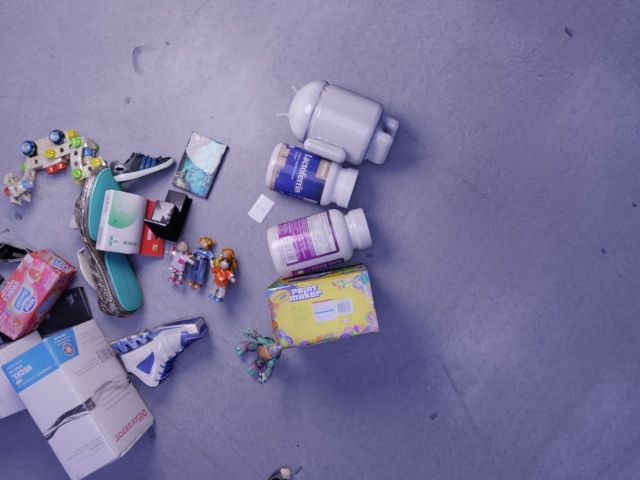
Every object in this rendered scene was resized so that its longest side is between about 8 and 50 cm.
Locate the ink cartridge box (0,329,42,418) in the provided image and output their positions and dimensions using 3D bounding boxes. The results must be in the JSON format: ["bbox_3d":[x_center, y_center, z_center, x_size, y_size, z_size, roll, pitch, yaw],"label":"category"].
[{"bbox_3d":[-1.013,0.442,1.630,0.270,0.198,0.197,-22,97,3],"label":"ink cartridge box"}]

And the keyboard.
[{"bbox_3d":[-0.929,0.213,1.715,0.317,0.033,0.201,-17,96,2],"label":"keyboard"}]

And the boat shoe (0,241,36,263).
[{"bbox_3d":[-1.041,0.035,1.689,0.219,0.070,0.077,5,75,0],"label":"boat shoe"}]

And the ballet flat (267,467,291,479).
[{"bbox_3d":[-0.161,0.806,1.685,0.173,0.049,0.057,-43,90,3],"label":"ballet flat"}]

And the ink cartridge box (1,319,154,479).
[{"bbox_3d":[-0.714,0.469,1.571,0.166,0.285,0.395,-32,90,4],"label":"ink cartridge box"}]

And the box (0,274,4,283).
[{"bbox_3d":[-1.209,0.251,1.584,0.097,0.318,0.395,41,93,2],"label":"box"}]

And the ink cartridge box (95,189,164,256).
[{"bbox_3d":[-0.562,-0.045,1.599,0.056,0.225,0.181,5,86,43],"label":"ink cartridge box"}]

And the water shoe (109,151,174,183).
[{"bbox_3d":[-0.552,-0.244,1.621,0.203,0.073,0.080,-29,106,-38],"label":"water shoe"}]

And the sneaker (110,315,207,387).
[{"bbox_3d":[-0.497,0.362,1.663,0.316,0.127,0.182,-17,94,9],"label":"sneaker"}]

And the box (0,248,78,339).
[{"bbox_3d":[-0.906,0.166,1.631,0.123,0.128,0.257,37,95,-3],"label":"box"}]

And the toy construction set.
[{"bbox_3d":[-0.837,-0.233,1.652,0.328,0.151,0.215,-19,91,-8],"label":"toy construction set"}]

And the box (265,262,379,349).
[{"bbox_3d":[0.009,0.188,1.551,0.290,0.279,0.177,-11,91,2],"label":"box"}]

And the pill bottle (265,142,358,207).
[{"bbox_3d":[-0.025,-0.196,1.608,0.265,0.153,0.153,17,92,1],"label":"pill bottle"}]

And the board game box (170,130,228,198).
[{"bbox_3d":[-0.391,-0.245,1.684,0.126,0.026,0.186,23,92,1],"label":"board game box"}]

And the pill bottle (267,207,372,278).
[{"bbox_3d":[0.000,0.000,1.603,0.302,0.169,0.169,-16,91,2],"label":"pill bottle"}]

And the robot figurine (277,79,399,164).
[{"bbox_3d":[0.054,-0.357,1.576,0.354,0.199,0.300,23,52,2],"label":"robot figurine"}]

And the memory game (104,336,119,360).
[{"bbox_3d":[-0.755,0.397,1.720,0.186,0.012,0.186,0,91,2],"label":"memory game"}]

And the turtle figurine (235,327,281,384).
[{"bbox_3d":[-0.179,0.348,1.592,0.118,0.234,0.175,-11,78,-30],"label":"turtle figurine"}]

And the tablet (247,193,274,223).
[{"bbox_3d":[-0.193,-0.103,1.689,0.054,0.006,0.083,36,93,1],"label":"tablet"}]

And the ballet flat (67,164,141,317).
[{"bbox_3d":[-0.696,0.013,1.632,0.182,0.164,0.482,-4,100,25],"label":"ballet flat"}]

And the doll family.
[{"bbox_3d":[-0.361,0.078,1.662,0.263,0.118,0.163,19,98,20],"label":"doll family"}]

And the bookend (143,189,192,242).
[{"bbox_3d":[-0.468,-0.096,1.605,0.072,0.157,0.156,14,73,2],"label":"bookend"}]
